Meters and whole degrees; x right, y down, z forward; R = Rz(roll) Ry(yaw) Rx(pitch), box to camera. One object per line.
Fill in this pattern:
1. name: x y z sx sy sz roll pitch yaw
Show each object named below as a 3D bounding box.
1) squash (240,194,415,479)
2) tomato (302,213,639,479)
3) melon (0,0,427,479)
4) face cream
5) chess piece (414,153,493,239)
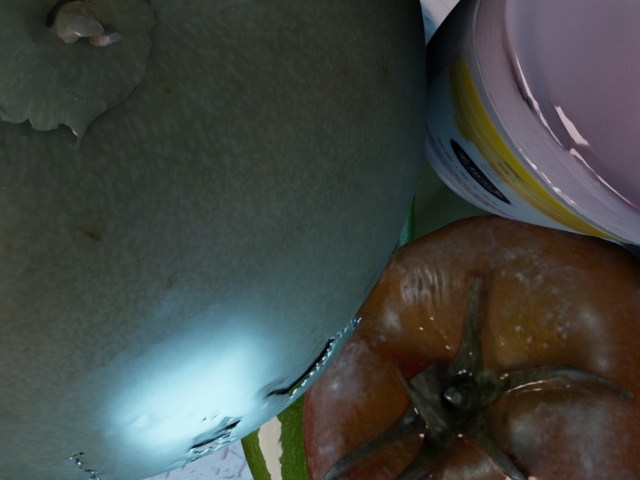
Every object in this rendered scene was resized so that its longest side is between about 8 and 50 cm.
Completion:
1. squash: 0.000 0.000 1.082 0.107 0.107 0.395 -133 39 -64
2. tomato: 0.096 0.065 0.991 0.180 0.214 0.155 14 -112 -59
3. melon: -0.092 -0.047 0.671 0.268 0.268 0.330 50 166 1
4. face cream: 0.084 -0.047 0.638 0.107 0.073 0.269 42 178 -5
5. chess piece: 0.128 0.064 1.191 0.251 0.144 0.144 43 178 5
